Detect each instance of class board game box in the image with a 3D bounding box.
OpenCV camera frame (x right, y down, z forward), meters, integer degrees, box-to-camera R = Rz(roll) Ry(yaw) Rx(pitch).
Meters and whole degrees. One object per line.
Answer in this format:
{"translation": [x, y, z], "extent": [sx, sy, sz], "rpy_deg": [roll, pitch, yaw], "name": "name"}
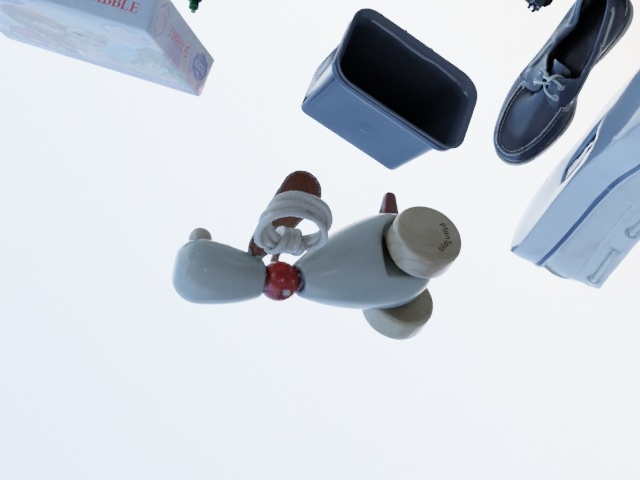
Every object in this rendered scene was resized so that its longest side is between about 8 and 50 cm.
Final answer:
{"translation": [-0.333, -0.310, 2.445], "extent": [0.319, 0.066, 0.318], "rpy_deg": [17, 172, 13], "name": "board game box"}

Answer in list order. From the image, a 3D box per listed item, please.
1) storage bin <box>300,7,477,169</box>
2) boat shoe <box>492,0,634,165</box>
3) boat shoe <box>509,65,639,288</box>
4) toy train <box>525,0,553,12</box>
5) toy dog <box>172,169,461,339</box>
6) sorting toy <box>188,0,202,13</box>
{"translation": [0.054, -0.128, 1.547], "extent": [0.135, 0.091, 0.098], "rpy_deg": [33, -125, -18], "name": "storage bin"}
{"translation": [0.231, -0.168, 1.757], "extent": [0.075, 0.206, 0.065], "rpy_deg": [38, -174, 23], "name": "boat shoe"}
{"translation": [0.327, -0.057, 1.683], "extent": [0.156, 0.367, 0.136], "rpy_deg": [29, -131, -5], "name": "boat shoe"}
{"translation": [0.260, -0.302, 1.844], "extent": [0.027, 0.158, 0.036], "rpy_deg": [40, 173, -28], "name": "toy train"}
{"translation": [0.000, 0.000, 2.006], "extent": [0.334, 0.220, 0.161], "rpy_deg": [19, -139, -36], "name": "toy dog"}
{"translation": [-0.128, -0.275, 1.919], "extent": [0.102, 0.061, 0.042], "rpy_deg": [13, -119, -17], "name": "sorting toy"}
